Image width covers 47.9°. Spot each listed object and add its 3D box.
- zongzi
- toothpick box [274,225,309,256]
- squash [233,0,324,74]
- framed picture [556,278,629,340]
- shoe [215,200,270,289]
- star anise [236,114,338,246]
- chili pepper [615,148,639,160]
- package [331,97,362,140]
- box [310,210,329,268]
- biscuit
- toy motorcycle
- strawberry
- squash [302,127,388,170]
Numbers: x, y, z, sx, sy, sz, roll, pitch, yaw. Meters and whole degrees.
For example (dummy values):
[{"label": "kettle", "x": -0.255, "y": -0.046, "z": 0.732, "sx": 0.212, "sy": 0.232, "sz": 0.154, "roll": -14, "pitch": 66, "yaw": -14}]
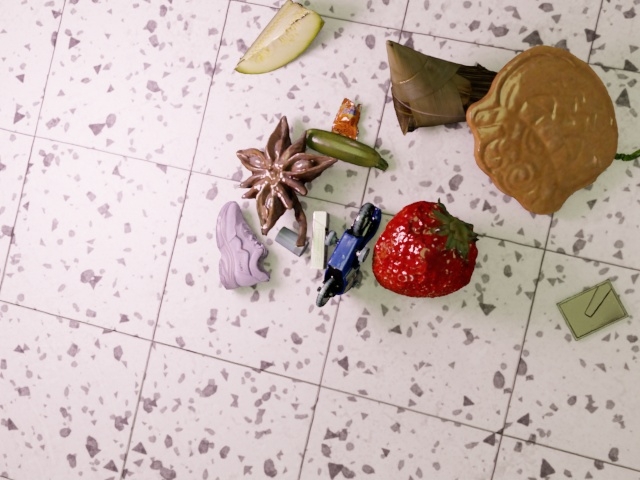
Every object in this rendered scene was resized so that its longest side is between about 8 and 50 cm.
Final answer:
[{"label": "zongzi", "x": 0.315, "y": -0.411, "z": 1.799, "sx": 0.289, "sy": 0.317, "sz": 0.154, "roll": -9, "pitch": 66, "yaw": 8}, {"label": "toothpick box", "x": -0.078, "y": 0.003, "z": 1.978, "sx": 0.083, "sy": 0.052, "sz": 0.052, "roll": 33, "pitch": 94, "yaw": 10}, {"label": "squash", "x": -0.108, "y": -0.523, "z": 1.971, "sx": 0.252, "sy": 0.093, "sz": 0.169, "roll": -50, "pitch": 37, "yaw": 4}, {"label": "framed picture", "x": 0.704, "y": 0.180, "z": 1.866, "sx": 0.149, "sy": 0.011, "sz": 0.109, "roll": -27, "pitch": 85, "yaw": 7}, {"label": "shoe", "x": -0.211, "y": 0.012, "z": 1.984, "sx": 0.137, "sy": 0.095, "sz": 0.245, "roll": -3, "pitch": 91, "yaw": 6}, {"label": "star anise", "x": -0.102, "y": -0.162, "z": 1.945, "sx": 0.349, "sy": 0.109, "sz": 0.293, "roll": 40, "pitch": 106, "yaw": 30}, {"label": "chili pepper", "x": 0.795, "y": -0.219, "z": 1.860, "sx": 0.083, "sy": 0.022, "sz": 0.027, "roll": -11, "pitch": 120, "yaw": 8}, {"label": "package", "x": 0.076, "y": -0.330, "z": 1.973, "sx": 0.077, "sy": 0.033, "sz": 0.111, "roll": 18, "pitch": 96, "yaw": 0}, {"label": "box", "x": -0.001, "y": 0.000, "z": 1.950, "sx": 0.040, "sy": 0.084, "sz": 0.155, "roll": 4, "pitch": 89, "yaw": 10}, {"label": "biscuit", "x": 0.563, "y": -0.277, "z": 1.810, "sx": 0.365, "sy": 0.062, "sz": 0.385, "roll": -42, "pitch": 104, "yaw": 5}, {"label": "toy motorcycle", "x": 0.074, "y": 0.041, "z": 1.906, "sx": 0.113, "sy": 0.169, "sz": 0.316, "roll": 26, "pitch": 83, "yaw": 16}, {"label": "strawberry", "x": 0.256, "y": 0.043, "z": 1.842, "sx": 0.277, "sy": 0.257, "sz": 0.257, "roll": -40, "pitch": 81, "yaw": 39}, {"label": "squash", "x": 0.066, "y": -0.249, "z": 1.955, "sx": 0.251, "sy": 0.066, "sz": 0.066, "roll": 20, "pitch": 91, "yaw": 9}]
